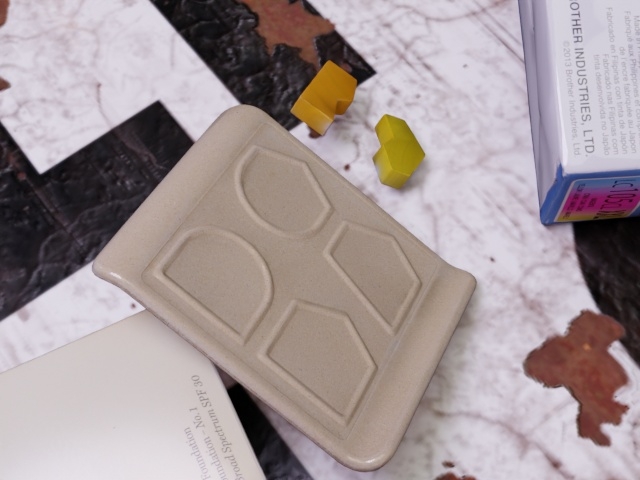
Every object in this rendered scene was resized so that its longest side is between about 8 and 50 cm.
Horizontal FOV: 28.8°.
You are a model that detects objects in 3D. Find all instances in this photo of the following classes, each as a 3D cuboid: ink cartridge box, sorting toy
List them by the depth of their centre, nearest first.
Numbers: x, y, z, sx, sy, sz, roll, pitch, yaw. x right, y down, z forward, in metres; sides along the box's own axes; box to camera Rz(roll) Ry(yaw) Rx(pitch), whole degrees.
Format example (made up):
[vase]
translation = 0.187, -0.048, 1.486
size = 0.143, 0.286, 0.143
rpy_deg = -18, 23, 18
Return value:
[sorting toy]
translation = 0.000, 0.000, 0.899
size = 0.229, 0.041, 0.307
rpy_deg = 36, 44, -2
[ink cartridge box]
translation = 0.350, -0.166, 0.910
size = 0.395, 0.151, 0.270
rpy_deg = -4, 78, 4

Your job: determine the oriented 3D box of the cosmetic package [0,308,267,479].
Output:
[cosmetic package]
translation = -0.196, 0.180, 0.824
size = 0.309, 0.113, 0.160
rpy_deg = -24, 63, -9
